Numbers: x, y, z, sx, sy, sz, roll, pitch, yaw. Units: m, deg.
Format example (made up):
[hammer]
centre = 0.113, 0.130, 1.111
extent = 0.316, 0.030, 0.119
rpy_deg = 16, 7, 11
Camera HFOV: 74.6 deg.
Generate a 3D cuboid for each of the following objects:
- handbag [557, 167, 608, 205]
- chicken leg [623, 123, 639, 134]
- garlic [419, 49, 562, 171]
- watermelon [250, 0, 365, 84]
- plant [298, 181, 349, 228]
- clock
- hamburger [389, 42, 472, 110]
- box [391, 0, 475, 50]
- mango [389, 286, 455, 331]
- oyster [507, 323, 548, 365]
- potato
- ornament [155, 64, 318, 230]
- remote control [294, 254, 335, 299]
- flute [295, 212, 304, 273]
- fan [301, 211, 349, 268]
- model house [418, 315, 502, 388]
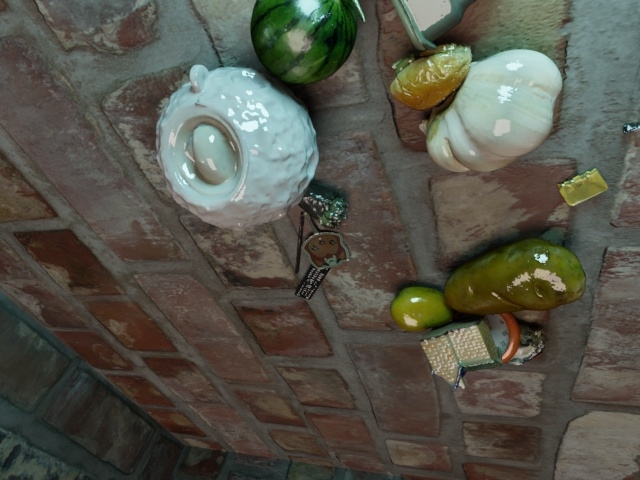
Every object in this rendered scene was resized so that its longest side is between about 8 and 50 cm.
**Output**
[handbag]
centre = 0.583, -0.119, 0.934
extent = 0.061, 0.027, 0.083
rpy_deg = 41, 130, -22
[chicken leg]
centre = 0.658, -0.234, 0.789
extent = 0.062, 0.037, 0.145
rpy_deg = 50, 131, -1
[garlic]
centre = 0.335, -0.221, 0.803
extent = 0.203, 0.185, 0.281
rpy_deg = 12, 138, -17
[watermelon]
centre = -0.024, -0.384, 0.748
extent = 0.188, 0.188, 0.214
rpy_deg = 39, 147, -20
[plant]
centre = 0.010, -0.093, 1.109
extent = 0.143, 0.094, 0.092
rpy_deg = 34, 121, 0
[clock]
centre = 0.493, 0.274, 1.262
extent = 0.051, 0.206, 0.205
rpy_deg = -4, 158, -46
[hamburger]
centre = 0.188, -0.301, 0.788
extent = 0.102, 0.087, 0.176
rpy_deg = -4, 174, -28
[box]
centre = 0.174, -0.463, 0.651
extent = 0.178, 0.138, 0.274
rpy_deg = -24, 123, 30
[mango]
centre = 0.311, 0.211, 1.286
extent = 0.194, 0.138, 0.098
rpy_deg = 4, 178, 9
[oyster]
centre = 0.569, 0.308, 1.326
extent = 0.259, 0.092, 0.198
rpy_deg = 3, 134, 40
[potato]
centre = 0.492, 0.109, 1.110
extent = 0.195, 0.177, 0.369
rpy_deg = 8, 157, -42
[ornament]
centre = -0.167, -0.193, 0.899
extent = 0.336, 0.337, 0.337
rpy_deg = 9, 136, 9
[remote control]
centre = -0.022, 0.122, 1.375
extent = 0.063, 0.025, 0.245
rpy_deg = 24, 136, -7
[flute]
centre = -0.065, 0.015, 1.291
extent = 0.014, 0.014, 0.270
rpy_deg = 13, 136, 5
[fan]
centre = 0.000, 0.000, 1.239
extent = 0.131, 0.009, 0.220
rpy_deg = -20, 123, 15
[model house]
centre = 0.413, 0.322, 1.205
extent = 0.182, 0.166, 0.172
rpy_deg = -27, 80, 34
